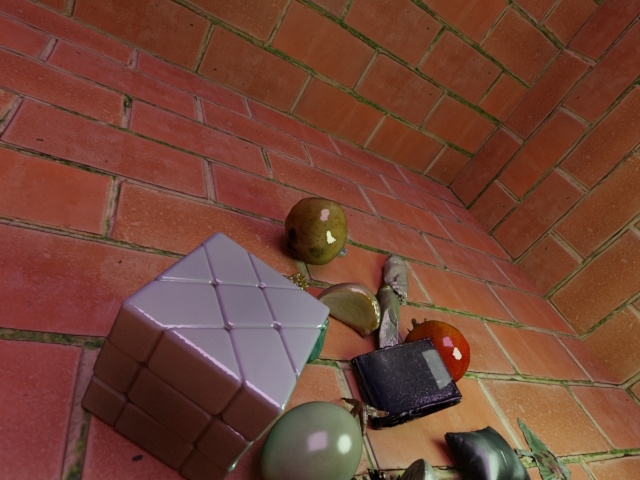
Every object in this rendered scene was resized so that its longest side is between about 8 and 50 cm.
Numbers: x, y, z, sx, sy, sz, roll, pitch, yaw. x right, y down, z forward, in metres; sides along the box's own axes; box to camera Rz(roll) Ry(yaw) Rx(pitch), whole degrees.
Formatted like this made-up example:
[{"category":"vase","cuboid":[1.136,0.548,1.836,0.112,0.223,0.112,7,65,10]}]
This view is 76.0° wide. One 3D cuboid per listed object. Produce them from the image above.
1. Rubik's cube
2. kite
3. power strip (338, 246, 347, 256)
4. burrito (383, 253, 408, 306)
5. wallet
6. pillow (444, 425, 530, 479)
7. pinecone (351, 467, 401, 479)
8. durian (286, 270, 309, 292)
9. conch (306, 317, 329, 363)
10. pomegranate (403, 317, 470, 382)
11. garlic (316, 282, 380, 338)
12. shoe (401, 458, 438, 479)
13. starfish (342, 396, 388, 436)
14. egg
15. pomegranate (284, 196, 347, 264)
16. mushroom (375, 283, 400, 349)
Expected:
[{"category":"Rubik's cube","cuboid":[-0.218,0.231,0.841,0.319,0.315,0.322,35,30,0]},{"category":"kite","cuboid":[0.765,0.754,1.396,0.268,0.013,0.322,27,29,-14]},{"category":"power strip","cuboid":[0.000,0.000,1.723,0.253,0.027,0.060,27,30,-13]},{"category":"burrito","cuboid":[0.324,0.163,1.772,0.117,0.076,0.392,27,27,-1]},{"category":"wallet","cuboid":[0.246,0.410,1.200,0.263,0.071,0.220,-15,41,-6]},{"category":"pillow","cuboid":[0.493,0.633,1.197,0.250,0.106,0.186,12,29,-38]},{"category":"pinecone","cuboid":[0.110,0.566,0.857,0.174,0.173,0.173,26,30,-16]},{"category":"durian","cuboid":[-0.110,0.173,1.284,0.132,0.165,0.182,3,-12,26]},{"category":"conch","cuboid":[-0.077,0.263,1.140,0.202,0.134,0.196,17,1,-23]},{"category":"pomegranate","cuboid":[0.383,0.366,1.387,0.221,0.220,0.256,16,25,-30]},{"category":"garlic","cuboid":[0.097,0.224,1.402,0.245,0.145,0.164,26,61,-12]},{"category":"shoe","cuboid":[0.246,0.653,0.897,0.159,0.124,0.316,41,28,-3]},{"category":"starfish","cuboid":[0.098,0.448,1.087,0.133,0.041,0.130,-17,32,-33]},{"category":"egg","cuboid":[-0.016,0.441,0.863,0.253,0.186,0.186,6,39,-48]},{"category":"pomegranate","cuboid":[-0.013,-0.037,1.529,0.261,0.260,0.260,26,30,-16]},{"category":"mushroom","cuboid":[0.240,0.282,1.460,0.088,0.107,0.333,11,31,0]}]
